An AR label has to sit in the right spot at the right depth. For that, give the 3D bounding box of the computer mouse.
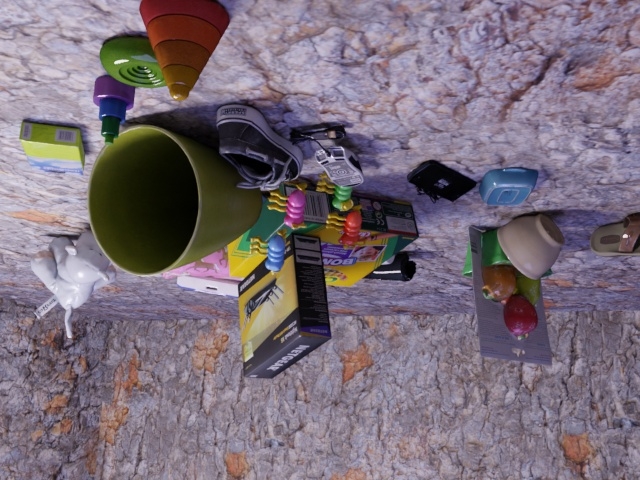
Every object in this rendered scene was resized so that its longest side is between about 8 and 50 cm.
[{"bbox_3d":[0.026,-0.164,1.456,0.106,0.042,0.193,-9,151,22],"label":"computer mouse"}]

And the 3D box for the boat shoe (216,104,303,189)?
[{"bbox_3d":[-0.110,-0.148,1.427,0.113,0.105,0.306,-1,166,12],"label":"boat shoe"}]

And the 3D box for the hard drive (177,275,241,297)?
[{"bbox_3d":[-0.281,0.107,2.324,0.210,0.040,0.318,9,-169,9],"label":"hard drive"}]

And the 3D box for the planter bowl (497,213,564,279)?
[{"bbox_3d":[0.538,0.002,1.896,0.162,0.162,0.109,14,136,-41],"label":"planter bowl"}]

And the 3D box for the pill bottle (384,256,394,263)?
[{"bbox_3d":[0.107,0.031,2.121,0.186,0.112,0.112,-5,165,30],"label":"pill bottle"}]

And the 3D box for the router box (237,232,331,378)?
[{"bbox_3d":[-0.092,0.159,1.756,0.081,0.243,0.309,8,150,-28],"label":"router box"}]

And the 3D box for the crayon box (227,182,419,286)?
[{"bbox_3d":[0.000,0.000,1.851,0.362,0.106,0.313,7,150,-30],"label":"crayon box"}]

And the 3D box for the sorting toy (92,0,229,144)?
[{"bbox_3d":[-0.253,-0.222,1.105,0.127,0.126,0.365,11,163,-33],"label":"sorting toy"}]

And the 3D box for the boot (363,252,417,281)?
[{"bbox_3d":[0.165,0.078,2.338,0.207,0.094,0.246,-2,173,31],"label":"boot"}]

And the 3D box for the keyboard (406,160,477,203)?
[{"bbox_3d":[0.249,-0.131,1.635,0.100,0.038,0.192,-35,147,29],"label":"keyboard"}]

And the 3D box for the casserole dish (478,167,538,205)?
[{"bbox_3d":[0.408,-0.112,1.654,0.114,0.037,0.188,1,165,4],"label":"casserole dish"}]

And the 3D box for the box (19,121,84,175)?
[{"bbox_3d":[-0.524,-0.178,1.497,0.108,0.043,0.178,6,166,-13],"label":"box"}]

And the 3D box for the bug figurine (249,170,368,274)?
[{"bbox_3d":[-0.009,-0.039,1.584,0.278,0.072,0.216,-19,135,-26],"label":"bug figurine"}]

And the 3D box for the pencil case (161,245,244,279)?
[{"bbox_3d":[-0.253,0.046,2.147,0.385,0.167,0.160,5,123,-13],"label":"pencil case"}]

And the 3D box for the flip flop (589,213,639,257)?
[{"bbox_3d":[0.767,-0.020,1.876,0.080,0.112,0.277,24,163,-23],"label":"flip flop"}]

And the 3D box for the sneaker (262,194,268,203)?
[{"bbox_3d":[-0.155,-0.062,1.869,0.078,0.067,0.188,13,161,-18],"label":"sneaker"}]

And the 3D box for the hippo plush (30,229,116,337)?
[{"bbox_3d":[-0.715,0.067,2.198,0.234,0.294,0.236,35,139,-6],"label":"hippo plush"}]

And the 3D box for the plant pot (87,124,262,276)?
[{"bbox_3d":[-0.253,-0.078,1.498,0.274,0.275,0.293,-6,180,30],"label":"plant pot"}]

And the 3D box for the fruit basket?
[{"bbox_3d":[0.511,0.158,2.082,0.327,0.353,0.165,12,162,-39],"label":"fruit basket"}]
